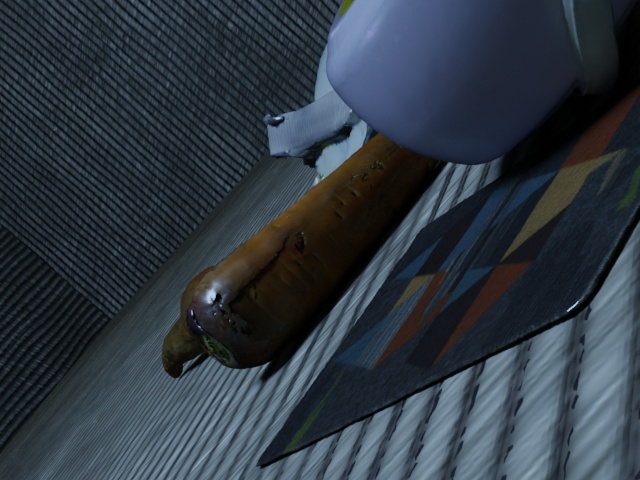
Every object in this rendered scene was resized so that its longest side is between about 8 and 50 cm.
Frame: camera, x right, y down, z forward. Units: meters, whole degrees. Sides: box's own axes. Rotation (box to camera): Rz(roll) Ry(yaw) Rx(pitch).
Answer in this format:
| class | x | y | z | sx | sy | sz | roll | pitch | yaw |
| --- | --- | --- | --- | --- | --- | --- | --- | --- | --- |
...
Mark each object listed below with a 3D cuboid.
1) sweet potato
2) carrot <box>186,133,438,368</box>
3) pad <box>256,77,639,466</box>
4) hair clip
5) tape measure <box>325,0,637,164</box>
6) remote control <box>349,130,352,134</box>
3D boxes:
| class | x | y | z | sx | sy | sz | roll | pitch | yaw |
| --- | --- | --- | --- | --- | --- | --- | --- | --- | --- |
| sweet potato | -0.078 | 0.055 | 0.853 | 0.050 | 0.050 | 0.214 | -50 | 3 | -20 |
| carrot | 0.000 | 0.000 | 0.645 | 0.161 | 0.055 | 0.055 | -43 | 4 | -17 |
| pad | 0.054 | 0.006 | 0.436 | 0.143 | 0.003 | 0.211 | -53 | 8 | -33 |
| hair clip | 0.009 | -0.087 | 0.900 | 0.172 | 0.049 | 0.116 | 157 | 110 | -67 |
| tape measure | 0.081 | -0.116 | 0.502 | 0.178 | 0.105 | 0.196 | -54 | 11 | 39 |
| remote control | 0.053 | -0.134 | 1.182 | 0.065 | 0.029 | 0.166 | -55 | 5 | -40 |
